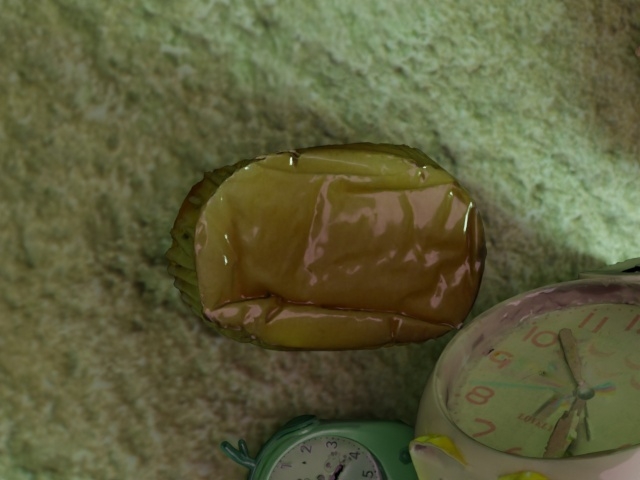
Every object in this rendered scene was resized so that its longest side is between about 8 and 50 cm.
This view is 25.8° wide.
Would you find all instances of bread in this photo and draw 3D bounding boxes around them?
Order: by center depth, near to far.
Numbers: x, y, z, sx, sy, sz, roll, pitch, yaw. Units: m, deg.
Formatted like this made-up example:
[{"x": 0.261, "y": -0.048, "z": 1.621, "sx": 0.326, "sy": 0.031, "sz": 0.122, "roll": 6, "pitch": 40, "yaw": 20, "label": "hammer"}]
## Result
[{"x": 0.000, "y": 0.000, "z": 1.324, "sx": 0.288, "sy": 0.156, "sz": 0.204, "roll": -7, "pitch": 104, "yaw": -16, "label": "bread"}]

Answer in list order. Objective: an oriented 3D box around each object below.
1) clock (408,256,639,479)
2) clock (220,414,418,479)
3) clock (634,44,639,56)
[{"x": 0.286, "y": 0.183, "z": 1.312, "sx": 0.377, "sy": 0.368, "sz": 0.250, "roll": -38, "pitch": 126, "yaw": -31, "label": "clock"}, {"x": -0.003, "y": 0.246, "z": 1.382, "sx": 0.211, "sy": 0.066, "sz": 0.159, "roll": 10, "pitch": 91, "yaw": -14, "label": "clock"}, {"x": 0.450, "y": -0.200, "z": 1.428, "sx": 0.241, "sy": 0.142, "sz": 0.227, "roll": 44, "pitch": 83, "yaw": -10, "label": "clock"}]
